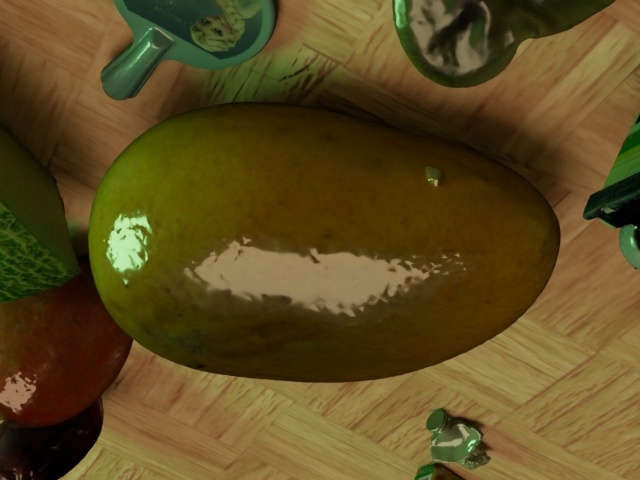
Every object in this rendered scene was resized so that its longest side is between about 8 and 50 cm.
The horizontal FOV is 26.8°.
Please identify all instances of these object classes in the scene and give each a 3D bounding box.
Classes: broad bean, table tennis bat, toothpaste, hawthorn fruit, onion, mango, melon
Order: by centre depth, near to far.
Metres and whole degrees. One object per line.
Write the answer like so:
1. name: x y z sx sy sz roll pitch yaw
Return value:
1. broad bean: 0.139 -0.204 1.007 0.153 0.072 0.206 32 133 -19
2. table tennis bat: -0.132 -0.192 1.188 0.149 0.038 0.237 34 141 -18
3. mango: 0.000 0.000 1.231 0.445 0.220 0.301 -7 131 21
4. melon: -0.425 -0.097 1.351 0.331 0.226 0.343 19 163 35
5. hawthorn fruit: -0.324 0.129 1.540 0.199 0.251 0.199 18 160 7
6. toothpaste: 0.200 0.348 1.739 0.178 0.037 0.043 35 142 -19
7. onion: -0.407 0.254 1.740 0.273 0.285 0.273 -15 148 -10

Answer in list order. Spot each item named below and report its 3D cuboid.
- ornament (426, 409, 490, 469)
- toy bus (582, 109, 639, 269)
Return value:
1. ornament: 0.165 0.243 1.613 0.068 0.041 0.092 -12 126 7
2. toy bus: 0.365 -0.021 1.036 0.276 0.165 0.133 29 160 -12
